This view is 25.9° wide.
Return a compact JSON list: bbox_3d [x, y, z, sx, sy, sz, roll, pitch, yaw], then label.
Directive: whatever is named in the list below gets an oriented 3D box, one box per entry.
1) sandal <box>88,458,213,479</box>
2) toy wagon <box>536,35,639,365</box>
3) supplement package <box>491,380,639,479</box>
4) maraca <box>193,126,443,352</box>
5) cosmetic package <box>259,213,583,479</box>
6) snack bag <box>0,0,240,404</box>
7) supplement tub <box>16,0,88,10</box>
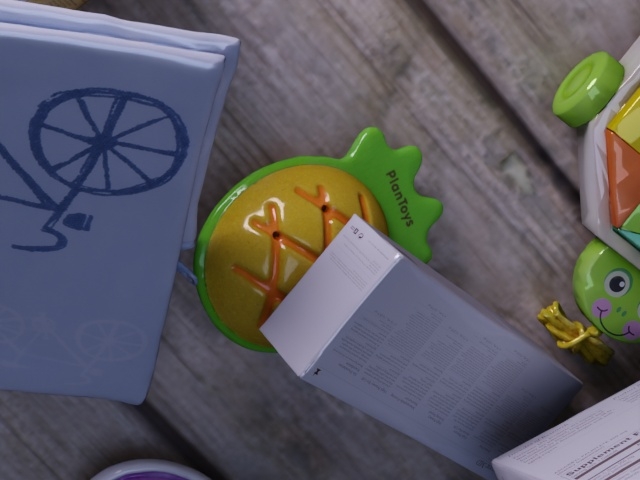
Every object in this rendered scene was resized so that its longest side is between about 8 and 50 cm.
[{"bbox_3d":[-0.112,0.361,0.993,0.169,0.102,0.416,-1,103,-19],"label":"sandal"},{"bbox_3d":[0.290,-0.046,0.977,0.267,0.068,0.344,37,96,-13],"label":"toy wagon"},{"bbox_3d":[0.281,0.180,0.879,0.261,0.145,0.204,-26,99,-16],"label":"supplement package"},{"bbox_3d":[0.000,0.000,0.938,0.185,0.099,0.127,-30,111,-18],"label":"maraca"},{"bbox_3d":[0.073,0.079,0.927,0.099,0.060,0.239,-51,135,4],"label":"cosmetic package"},{"bbox_3d":[-0.232,-0.016,0.855,0.323,0.037,0.343,7,137,-10],"label":"snack bag"},{"bbox_3d":[-0.201,-0.191,0.840,0.199,0.144,0.144,-37,105,2],"label":"supplement tub"}]
